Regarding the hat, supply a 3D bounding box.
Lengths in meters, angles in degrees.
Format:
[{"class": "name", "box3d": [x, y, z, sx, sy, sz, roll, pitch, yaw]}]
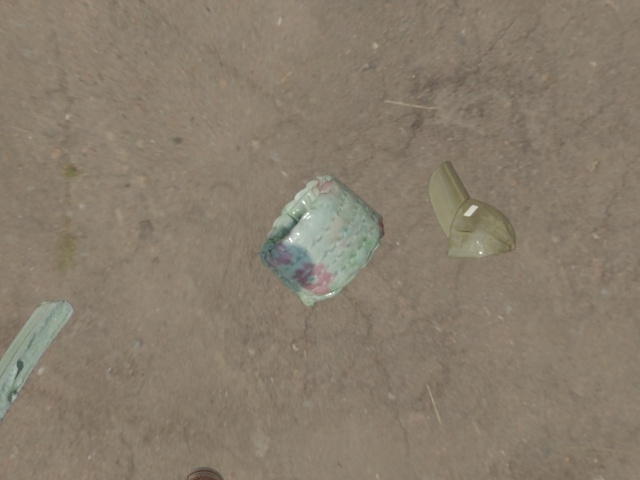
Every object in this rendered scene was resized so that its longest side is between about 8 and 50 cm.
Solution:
[{"class": "hat", "box3d": [0.291, -0.064, 1.386, 0.144, 0.166, 0.173, 1, 108, 36]}]

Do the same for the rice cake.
[{"class": "rice cake", "box3d": [-0.488, 0.198, 1.207, 0.043, 0.127, 0.237, 36, 71, -26]}]

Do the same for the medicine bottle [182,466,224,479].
[{"class": "medicine bottle", "box3d": [-0.189, 0.423, 1.187, 0.079, 0.140, 0.079, -1, 95, -7]}]

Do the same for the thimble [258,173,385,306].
[{"class": "thimble", "box3d": [0.000, 0.000, 1.300, 0.149, 0.185, 0.211, 41, 79, -16]}]
